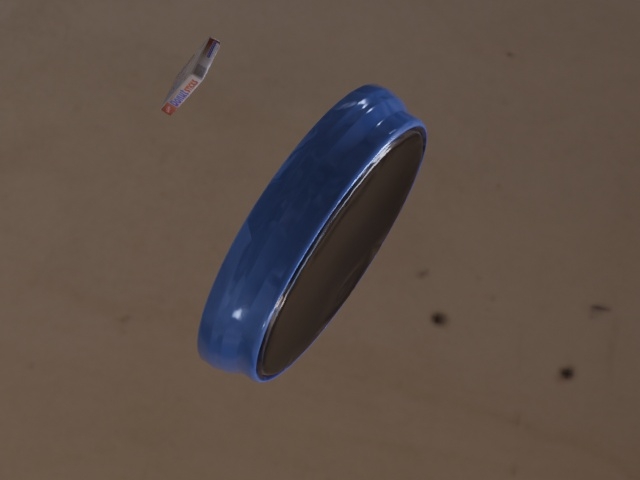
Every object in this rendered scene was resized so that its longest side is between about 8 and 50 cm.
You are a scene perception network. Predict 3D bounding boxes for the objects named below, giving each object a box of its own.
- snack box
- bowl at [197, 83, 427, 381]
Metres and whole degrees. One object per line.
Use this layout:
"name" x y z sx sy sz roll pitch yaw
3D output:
"snack box" -0.186 -0.230 1.776 0.064 0.022 0.178 -68 -165 -18
"bowl" 0.000 0.000 1.495 0.391 0.077 0.391 -53 166 -19
